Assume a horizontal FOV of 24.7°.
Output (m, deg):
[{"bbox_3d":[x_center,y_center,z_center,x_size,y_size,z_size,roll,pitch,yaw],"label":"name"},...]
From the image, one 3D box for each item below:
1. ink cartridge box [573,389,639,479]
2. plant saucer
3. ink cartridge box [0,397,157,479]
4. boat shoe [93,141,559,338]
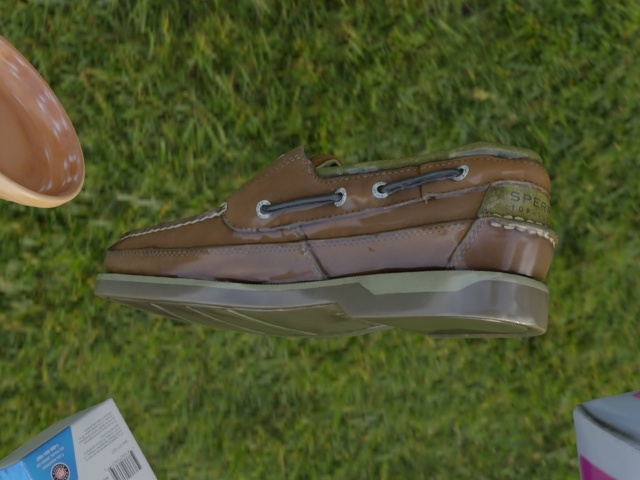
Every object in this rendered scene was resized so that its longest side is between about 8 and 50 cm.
[{"bbox_3d":[0.225,0.109,0.367,0.311,0.065,0.185,-8,97,-9],"label":"ink cartridge box"},{"bbox_3d":[-0.282,-0.107,1.239,0.037,0.200,0.200,-35,116,19],"label":"plant saucer"},{"bbox_3d":[-0.216,0.275,1.385,0.086,0.148,0.203,-26,94,32],"label":"ink cartridge box"},{"bbox_3d":[0.000,0.000,0.866,0.307,0.104,0.111,0,168,32],"label":"boat shoe"}]
